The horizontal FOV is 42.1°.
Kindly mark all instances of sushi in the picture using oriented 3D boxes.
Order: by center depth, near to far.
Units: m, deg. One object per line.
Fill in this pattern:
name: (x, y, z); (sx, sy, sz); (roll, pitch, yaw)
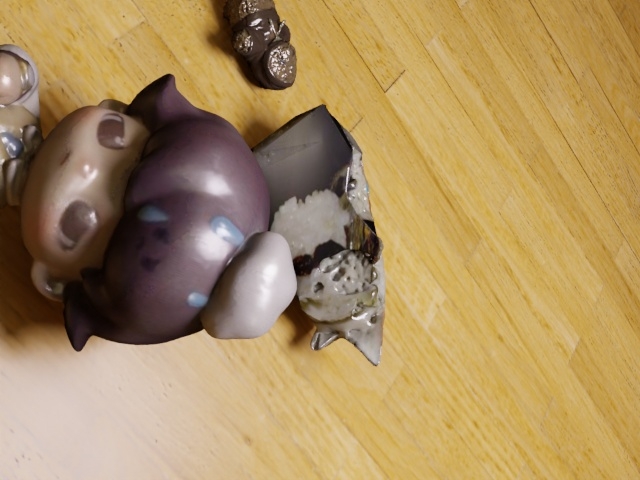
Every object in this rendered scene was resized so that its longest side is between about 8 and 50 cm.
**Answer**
sushi: (0.020, 0.002, 0.912); (0.272, 0.134, 0.109); (64, 15, 4)

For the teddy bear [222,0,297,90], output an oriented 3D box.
teddy bear: (-0.071, -0.246, 0.925); (0.119, 0.078, 0.160); (-34, 120, -64)

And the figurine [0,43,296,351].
figurine: (-0.202, -0.060, 0.662); (0.365, 0.206, 0.218); (34, 44, -29)
